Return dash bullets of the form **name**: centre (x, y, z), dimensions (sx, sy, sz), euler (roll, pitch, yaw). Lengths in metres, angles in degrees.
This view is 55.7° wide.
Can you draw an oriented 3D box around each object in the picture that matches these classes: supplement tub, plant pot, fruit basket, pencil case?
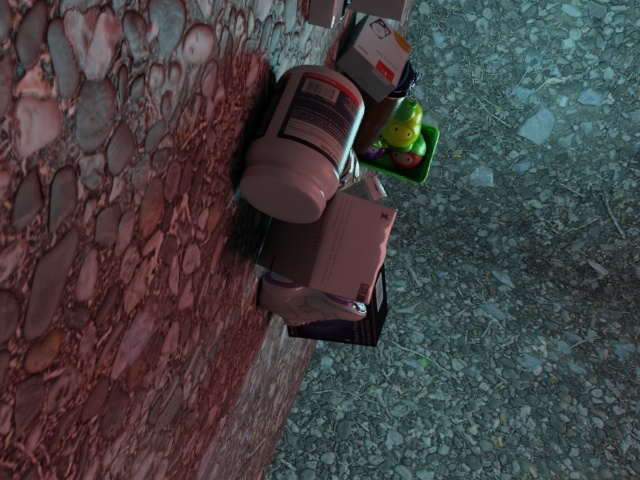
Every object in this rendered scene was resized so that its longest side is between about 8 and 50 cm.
- **supplement tub**: centre (-0.036, -0.191, 1.205), dimensions (0.191, 0.191, 0.272), euler (90, 19, -65)
- **plant pot**: centre (0.144, -0.419, 2.026), dimensions (0.215, 0.215, 0.230), euler (-60, 172, -59)
- **fruit basket**: centre (0.291, -0.407, 2.423), dimensions (0.392, 0.391, 0.283), euler (13, 93, -82)
- **pencil case**: centre (0.024, -0.207, 1.704), dimensions (0.410, 0.159, 0.184), euler (21, 75, -82)

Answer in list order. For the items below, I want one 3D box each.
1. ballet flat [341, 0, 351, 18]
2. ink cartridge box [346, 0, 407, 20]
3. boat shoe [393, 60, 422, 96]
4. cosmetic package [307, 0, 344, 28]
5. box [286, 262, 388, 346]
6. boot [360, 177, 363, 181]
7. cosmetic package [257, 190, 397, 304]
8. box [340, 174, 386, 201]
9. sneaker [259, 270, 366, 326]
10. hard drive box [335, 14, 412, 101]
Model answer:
- **ballet flat**: centre (0.045, -0.605, 1.519), dimensions (0.057, 0.049, 0.173), euler (56, 37, -36)
- **ink cartridge box**: centre (0.181, -0.737, 1.681), dimensions (0.233, 0.168, 0.171), euler (-65, 168, -53)
- **boat shoe**: centre (0.279, -0.533, 1.958), dimensions (0.109, 0.089, 0.258), euler (-43, -160, 25)
- **cosmetic package**: centre (0.029, -0.593, 1.309), dimensions (0.099, 0.060, 0.239), euler (-61, 165, -55)
- **box**: centre (0.040, 0.152, 1.861), dimensions (0.183, 0.293, 0.296), euler (-60, 148, -52)
- **boot**: centre (0.057, -0.230, 2.023), dimensions (0.085, 0.236, 0.178), euler (-49, 142, 14)
- **cosmetic package**: centre (0.000, 0.000, 1.396), dimensions (0.385, 0.156, 0.217), euler (8, -99, 69)
- **box**: centre (0.032, -0.082, 1.637), dimensions (0.324, 0.067, 0.063), euler (-27, 177, 41)
- **sneaker**: centre (-0.025, 0.177, 1.694), dimensions (0.114, 0.305, 0.152), euler (-80, -173, -60)
- **hard drive box**: centre (0.168, -0.568, 1.856), dimensions (0.089, 0.181, 0.232), euler (-31, -152, 46)
